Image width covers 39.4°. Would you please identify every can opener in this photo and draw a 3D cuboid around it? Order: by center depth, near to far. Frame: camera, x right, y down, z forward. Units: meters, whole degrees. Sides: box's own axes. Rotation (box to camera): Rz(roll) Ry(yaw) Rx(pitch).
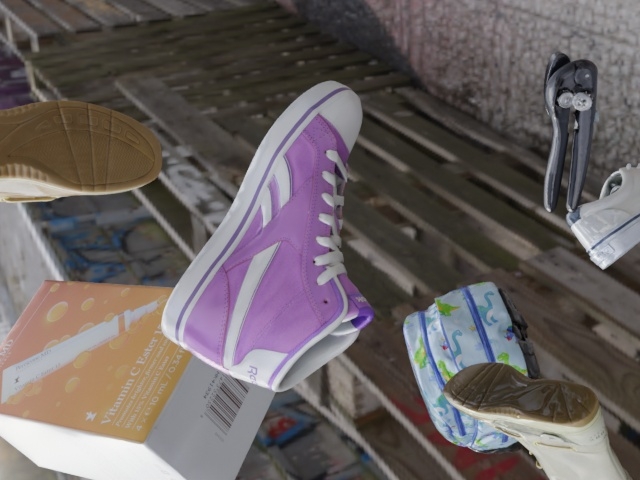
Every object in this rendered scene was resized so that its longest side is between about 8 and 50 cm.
[{"bbox_3d":[0.276,-0.114,0.986,0.073,0.059,0.186,-66,-28,-61],"label":"can opener"}]

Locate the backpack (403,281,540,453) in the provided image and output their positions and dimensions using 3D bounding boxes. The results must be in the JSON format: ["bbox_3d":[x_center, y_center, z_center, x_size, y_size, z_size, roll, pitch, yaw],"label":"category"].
[{"bbox_3d":[0.272,0.217,1.573,0.355,0.274,0.290,104,158,-68],"label":"backpack"}]

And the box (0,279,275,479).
[{"bbox_3d":[-0.254,0.188,1.163,0.345,0.215,0.168,1,141,35],"label":"box"}]

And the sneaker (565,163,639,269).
[{"bbox_3d":[0.418,-0.062,1.142,0.091,0.258,0.094,53,148,11],"label":"sneaker"}]

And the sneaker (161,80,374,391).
[{"bbox_3d":[0.000,0.001,0.789,0.161,0.282,0.102,24,170,25],"label":"sneaker"}]

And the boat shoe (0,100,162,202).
[{"bbox_3d":[-0.192,-0.056,0.585,0.059,0.170,0.063,-20,72,62],"label":"boat shoe"}]

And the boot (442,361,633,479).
[{"bbox_3d":[0.249,0.227,1.025,0.213,0.077,0.165,4,134,53],"label":"boot"}]
